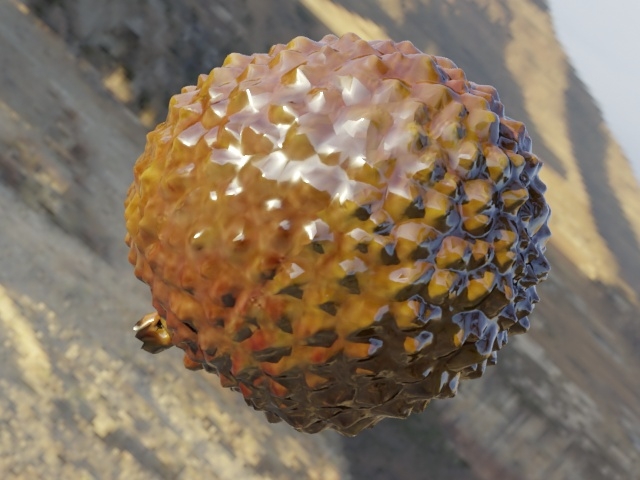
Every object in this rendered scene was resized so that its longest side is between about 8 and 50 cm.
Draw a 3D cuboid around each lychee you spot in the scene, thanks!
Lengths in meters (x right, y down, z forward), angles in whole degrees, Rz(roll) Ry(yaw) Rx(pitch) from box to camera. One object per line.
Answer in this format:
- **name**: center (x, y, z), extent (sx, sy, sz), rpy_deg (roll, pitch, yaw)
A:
- **lychee**: center (0.000, 0.000, 0.709), extent (0.200, 0.238, 0.200), rpy_deg (34, 38, -33)
